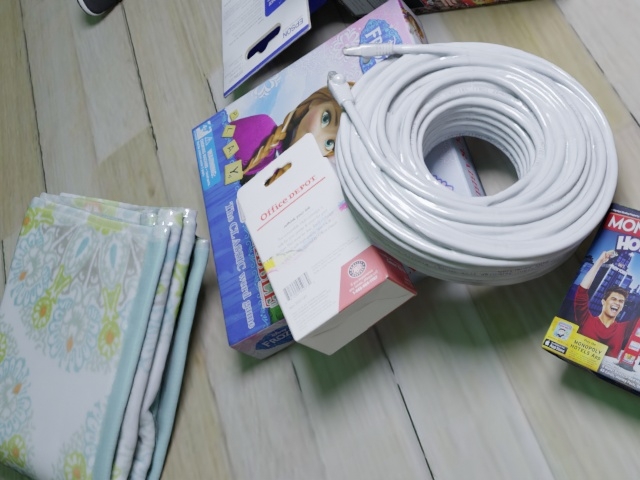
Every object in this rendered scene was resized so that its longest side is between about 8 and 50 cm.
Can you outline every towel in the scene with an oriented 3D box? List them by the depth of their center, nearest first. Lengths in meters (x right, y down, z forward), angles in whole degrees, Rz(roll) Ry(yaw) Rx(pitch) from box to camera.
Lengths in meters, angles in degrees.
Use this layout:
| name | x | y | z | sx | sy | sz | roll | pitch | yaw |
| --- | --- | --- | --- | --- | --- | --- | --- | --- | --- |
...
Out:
| name | x | y | z | sx | sy | sz | roll | pitch | yaw |
| --- | --- | --- | --- | --- | --- | --- | --- | --- | --- |
| towel | -0.296 | 0.126 | 1.098 | 0.321 | 0.090 | 0.374 | 10 | 85 | 42 |

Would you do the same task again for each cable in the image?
| name | x | y | z | sx | sy | sz | roll | pitch | yaw |
| --- | --- | --- | --- | --- | --- | --- | --- | --- | --- |
| cable | 0.141 | -0.075 | 0.812 | 0.257 | 0.089 | 0.257 | -5 | 59 | -6 |

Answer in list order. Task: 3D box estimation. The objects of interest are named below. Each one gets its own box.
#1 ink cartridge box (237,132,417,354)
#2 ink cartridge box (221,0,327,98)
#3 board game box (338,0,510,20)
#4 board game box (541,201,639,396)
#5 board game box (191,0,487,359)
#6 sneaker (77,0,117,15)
| name | x | y | z | sx | sy | sz | roll | pitch | yaw |
| --- | --- | --- | --- | --- | --- | --- | --- | --- | --- |
| ink cartridge box | 0.000 | 0.000 | 0.884 | 0.115 | 0.067 | 0.198 | -37 | 56 | 17 |
| ink cartridge box | -0.062 | -0.371 | 1.159 | 0.176 | 0.069 | 0.370 | -30 | 52 | 41 |
| board game box | 0.115 | -0.373 | 0.947 | 0.291 | 0.232 | 0.141 | 3 | 72 | 36 |
| board game box | 0.317 | 0.047 | 0.722 | 0.194 | 0.060 | 0.194 | 25 | 84 | 41 |
| board game box | 0.010 | -0.072 | 0.995 | 0.318 | 0.066 | 0.318 | -29 | 56 | 22 |
| sneaker | -0.300 | -0.452 | 1.382 | 0.234 | 0.084 | 0.097 | -51 | 51 | 6 |
